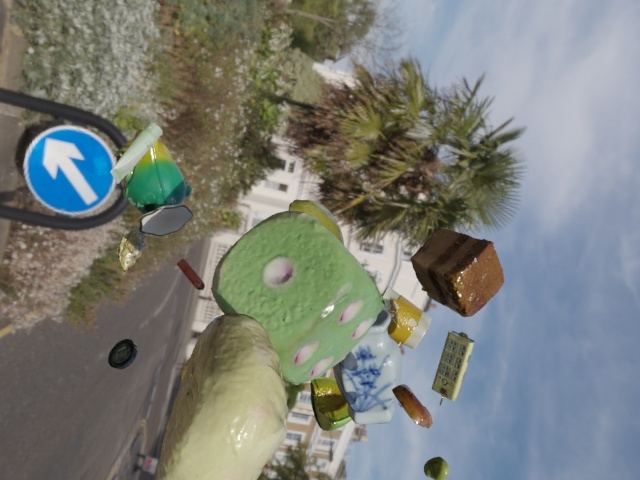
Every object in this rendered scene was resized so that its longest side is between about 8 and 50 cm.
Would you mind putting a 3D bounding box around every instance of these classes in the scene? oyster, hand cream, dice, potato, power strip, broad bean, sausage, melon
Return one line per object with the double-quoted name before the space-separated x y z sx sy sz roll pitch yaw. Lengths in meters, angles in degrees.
"oyster" -0.788 0.026 2.149 0.209 0.072 0.132 -56 139 -55
"hand cream" -0.543 -0.260 1.494 0.204 0.050 0.078 -59 177 -20
"dice" -0.056 0.144 1.291 0.322 0.318 0.330 -42 150 -6
"potato" 0.000 0.000 1.798 0.330 0.213 0.279 -10 105 -70
"power strip" 0.434 0.430 1.685 0.092 0.034 0.267 24 -73 39
"broad bean" 0.326 0.639 1.423 0.083 0.045 0.063 -41 -144 50
"sausage" -0.406 0.113 1.610 0.034 0.129 0.034 -36 157 -18
"melon" 0.066 0.699 2.134 0.265 0.170 0.129 -126 -142 -56

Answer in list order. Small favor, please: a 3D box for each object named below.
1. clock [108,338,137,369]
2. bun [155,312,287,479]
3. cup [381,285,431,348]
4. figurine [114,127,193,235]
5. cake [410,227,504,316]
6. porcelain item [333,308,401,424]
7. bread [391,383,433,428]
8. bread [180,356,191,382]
"clock" -0.533 0.307 1.372 0.017 0.085 0.085 59 30 -48
"bun" -0.165 0.317 0.956 0.361 0.213 0.360 -160 -90 -77
"cup" 0.290 0.330 2.000 0.241 0.226 0.185 -58 174 -15
"figurine" -0.576 -0.205 1.757 0.339 0.232 0.323 67 -29 18
"cake" 0.417 0.088 1.653 0.199 0.196 0.293 -43 -145 -14
"porcelain item" 0.164 0.444 1.786 0.178 0.243 0.404 -83 167 -70
"bread" 0.261 0.457 1.413 0.044 0.126 0.129 -47 -132 5
"bread" -0.410 0.634 2.067 0.236 0.183 0.388 -16 -83 46
